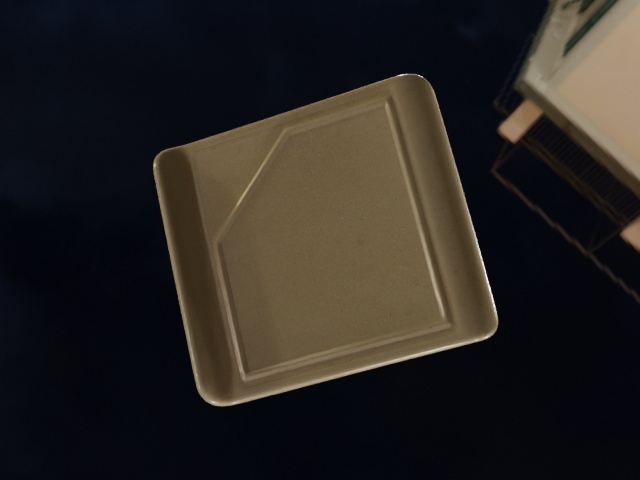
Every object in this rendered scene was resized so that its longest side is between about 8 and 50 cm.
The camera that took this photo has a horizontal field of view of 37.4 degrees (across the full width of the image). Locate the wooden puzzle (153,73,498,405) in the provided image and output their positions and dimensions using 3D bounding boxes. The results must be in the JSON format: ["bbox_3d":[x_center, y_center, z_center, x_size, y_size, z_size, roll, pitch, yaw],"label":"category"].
[{"bbox_3d":[0.000,0.000,0.758,0.239,0.044,0.220,-15,-104,7],"label":"wooden puzzle"}]
